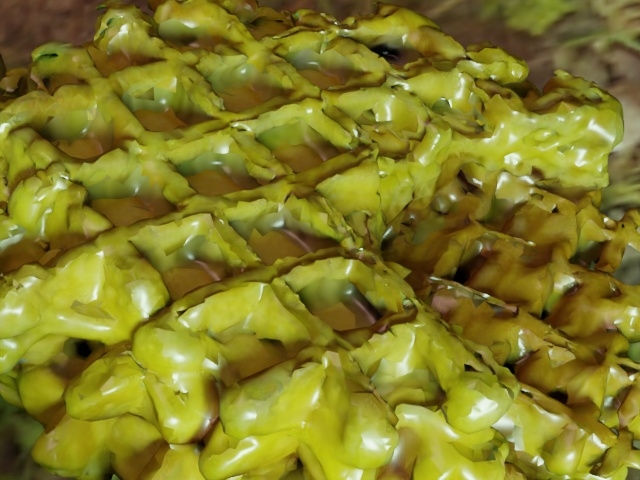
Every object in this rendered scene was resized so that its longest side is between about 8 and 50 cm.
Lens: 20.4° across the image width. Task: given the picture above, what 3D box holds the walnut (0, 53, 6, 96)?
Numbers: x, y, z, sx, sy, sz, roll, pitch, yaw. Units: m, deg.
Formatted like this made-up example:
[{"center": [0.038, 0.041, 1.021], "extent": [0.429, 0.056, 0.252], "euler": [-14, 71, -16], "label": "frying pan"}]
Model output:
[{"center": [-0.176, -0.026, 0.562], "extent": [0.159, 0.159, 0.206], "euler": [-13, 45, 15], "label": "walnut"}]

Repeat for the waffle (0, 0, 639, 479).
[{"center": [0.000, 0.000, 0.472], "extent": [0.197, 0.070, 0.193], "euler": [1, 41, -12], "label": "waffle"}]
